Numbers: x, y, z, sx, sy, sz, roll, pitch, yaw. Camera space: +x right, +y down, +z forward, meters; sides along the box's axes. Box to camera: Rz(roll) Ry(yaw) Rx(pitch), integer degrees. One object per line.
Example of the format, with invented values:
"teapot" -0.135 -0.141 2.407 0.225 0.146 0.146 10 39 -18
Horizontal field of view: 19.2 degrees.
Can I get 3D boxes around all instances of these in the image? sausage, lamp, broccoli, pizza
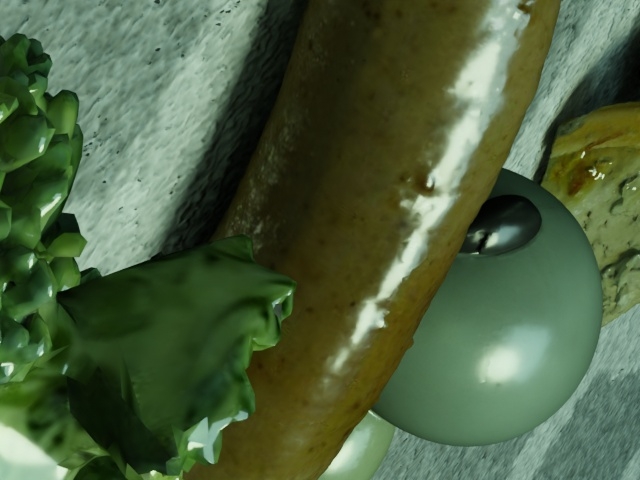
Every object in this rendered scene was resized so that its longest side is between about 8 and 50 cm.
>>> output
"sausage" 0.003 0.001 1.004 0.136 0.123 0.501 18 112 -20
"lamp" 0.057 0.058 1.162 0.244 0.198 0.197 -37 161 12
"broccoli" -0.175 0.099 0.608 0.338 0.317 0.277 -63 145 -43
"pizza" 0.229 -0.013 1.461 0.262 0.181 0.034 -47 -161 38

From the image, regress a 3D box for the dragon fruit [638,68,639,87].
"dragon fruit" 0.381 -0.156 1.503 0.227 0.243 0.307 8 75 -44
